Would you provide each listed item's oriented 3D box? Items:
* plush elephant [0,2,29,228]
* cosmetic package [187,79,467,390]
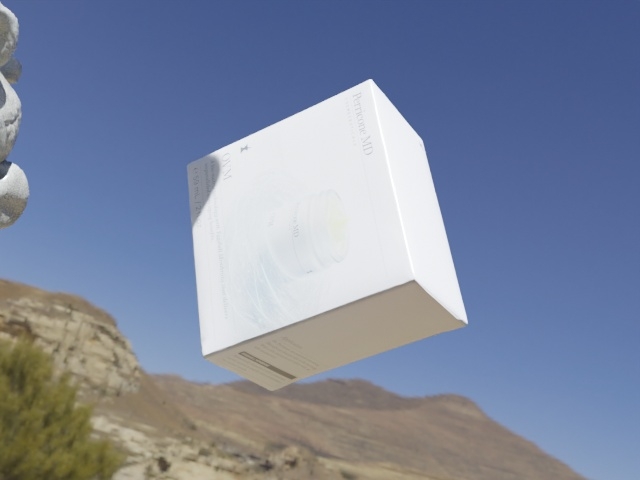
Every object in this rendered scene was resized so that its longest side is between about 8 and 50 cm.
[{"bbox_3d":[-0.396,-0.148,0.804,0.255,0.330,0.272,9,-58,-17],"label":"plush elephant"},{"bbox_3d":[0.000,0.000,0.845,0.224,0.224,0.138,-21,-32,19],"label":"cosmetic package"}]
